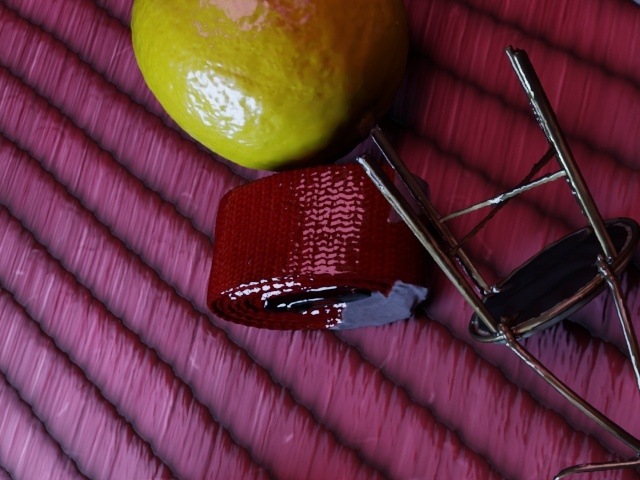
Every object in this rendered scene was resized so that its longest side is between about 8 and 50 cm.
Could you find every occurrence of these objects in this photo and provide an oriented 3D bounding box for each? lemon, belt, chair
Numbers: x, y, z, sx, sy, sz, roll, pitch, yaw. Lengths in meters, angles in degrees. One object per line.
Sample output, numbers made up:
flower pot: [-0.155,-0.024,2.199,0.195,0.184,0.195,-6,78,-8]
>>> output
lemon: [-0.030,-0.169,0.995,0.240,0.240,0.219,-43,79,10]
belt: [0.000,0.000,0.957,0.201,0.128,0.124,-10,65,32]
chair: [0.168,0.031,0.830,0.160,0.170,0.325,-33,98,12]

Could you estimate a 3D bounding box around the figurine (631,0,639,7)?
figurine: [0.297,-0.275,0.876,0.250,0.141,0.166,0,68,34]
